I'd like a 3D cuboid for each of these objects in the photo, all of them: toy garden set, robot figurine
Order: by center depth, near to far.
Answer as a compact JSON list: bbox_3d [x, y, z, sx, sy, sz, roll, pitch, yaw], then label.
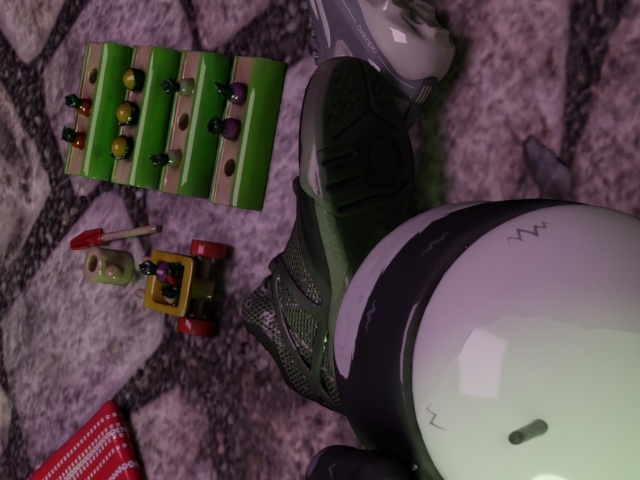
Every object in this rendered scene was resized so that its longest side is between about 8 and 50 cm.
[{"bbox_3d":[0.106,0.066,1.028,0.278,0.173,0.209,-176,105,-76],"label":"robot figurine"},{"bbox_3d":[-0.134,-0.045,1.473,0.244,0.049,0.204,11,92,51],"label":"toy garden set"}]

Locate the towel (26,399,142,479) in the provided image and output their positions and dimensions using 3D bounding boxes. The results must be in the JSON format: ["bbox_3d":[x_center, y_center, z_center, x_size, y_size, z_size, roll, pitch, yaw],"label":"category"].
[{"bbox_3d":[-0.178,0.285,1.479,0.199,0.031,0.275,-42,52,37],"label":"towel"}]

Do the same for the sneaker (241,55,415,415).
[{"bbox_3d":[0.000,0.000,1.250,0.130,0.087,0.228,-1,100,49],"label":"sneaker"}]

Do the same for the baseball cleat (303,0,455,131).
[{"bbox_3d":[0.006,-0.146,1.303,0.206,0.072,0.109,51,121,44],"label":"baseball cleat"}]
